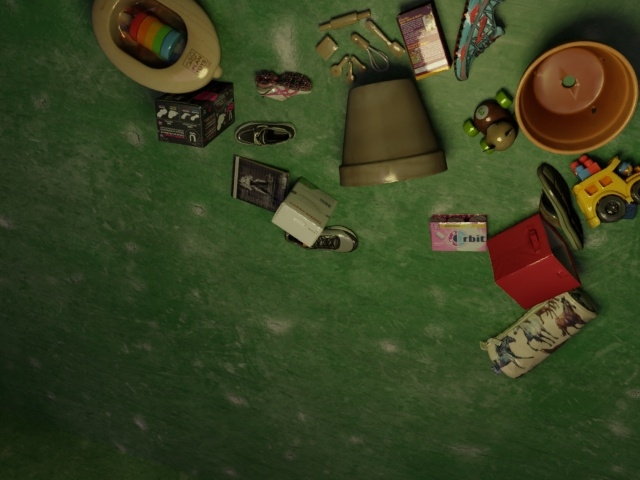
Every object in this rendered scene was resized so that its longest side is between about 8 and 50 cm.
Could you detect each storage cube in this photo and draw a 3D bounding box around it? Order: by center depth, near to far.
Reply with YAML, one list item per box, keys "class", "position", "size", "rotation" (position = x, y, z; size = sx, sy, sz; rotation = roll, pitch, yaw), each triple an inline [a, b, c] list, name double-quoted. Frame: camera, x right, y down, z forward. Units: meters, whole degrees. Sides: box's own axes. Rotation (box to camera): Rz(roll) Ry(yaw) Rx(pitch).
- class: "storage cube"
  position: [0.660, 0.070, 1.823]
  size: [0.193, 0.184, 0.215]
  rotation: [-32, 127, 30]

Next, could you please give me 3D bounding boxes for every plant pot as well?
- class: "plant pot"
  position: [0.670, -0.401, 1.565]
  size: [0.290, 0.203, 0.291]
  rotation: [8, 120, 13]
- class: "plant pot"
  position: [0.199, -0.322, 1.731]
  size: [0.322, 0.323, 0.281]
  rotation: [-5, 101, 20]

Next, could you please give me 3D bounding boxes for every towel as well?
- class: "towel"
  position: [0.893, -0.095, 1.774]
  size: [0.119, 0.029, 0.067]
  rotation: [3, 121, 16]

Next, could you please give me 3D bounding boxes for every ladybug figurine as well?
- class: "ladybug figurine"
  position: [-0.488, -0.622, 1.808]
  size: [0.449, 0.162, 0.305]
  rotation: [36, 100, 4]

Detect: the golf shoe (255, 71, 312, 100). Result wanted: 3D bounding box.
- class: "golf shoe"
  position: [-0.112, -0.485, 1.861]
  size: [0.186, 0.068, 0.086]
  rotation: [9, 148, 13]

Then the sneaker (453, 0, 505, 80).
- class: "sneaker"
  position: [0.441, -0.561, 1.607]
  size: [0.125, 0.104, 0.262]
  rotation: [13, 122, 8]

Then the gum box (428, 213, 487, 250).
- class: "gum box"
  position: [0.454, -0.026, 1.935]
  size: [0.188, 0.062, 0.107]
  rotation: [0, 119, 18]

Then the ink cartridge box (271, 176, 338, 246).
- class: "ink cartridge box"
  position: [-0.050, -0.099, 1.962]
  size: [0.160, 0.219, 0.093]
  rotation: [34, 123, -3]

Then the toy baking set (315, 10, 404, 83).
- class: "toy baking set"
  position: [0.114, -0.581, 1.748]
  size: [0.256, 0.030, 0.197]
  rotation: [-13, 117, 24]

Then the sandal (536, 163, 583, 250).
- class: "sandal"
  position: [0.720, -0.089, 1.787]
  size: [0.086, 0.120, 0.303]
  rotation: [-14, 115, 39]

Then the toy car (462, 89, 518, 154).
- class: "toy car"
  position: [0.503, -0.315, 1.677]
  size: [0.149, 0.188, 0.155]
  rotation: [42, 122, -9]

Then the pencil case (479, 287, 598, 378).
- class: "pencil case"
  position: [0.736, 0.298, 1.974]
  size: [0.183, 0.160, 0.410]
  rotation: [26, 125, -15]

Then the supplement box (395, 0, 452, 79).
- class: "supplement box"
  position: [0.297, -0.568, 1.662]
  size: [0.104, 0.081, 0.188]
  rotation: [-13, 114, 24]

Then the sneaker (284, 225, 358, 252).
- class: "sneaker"
  position: [0.000, 0.000, 2.072]
  size: [0.271, 0.108, 0.100]
  rotation: [10, 120, 11]

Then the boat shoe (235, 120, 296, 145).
- class: "boat shoe"
  position: [-0.192, -0.354, 1.950]
  size: [0.219, 0.070, 0.078]
  rotation: [-2, 118, 19]

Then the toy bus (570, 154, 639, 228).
- class: "toy bus"
  position: [0.835, -0.169, 1.690]
  size: [0.220, 0.149, 0.212]
  rotation: [-33, 79, 16]

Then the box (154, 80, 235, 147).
- class: "box"
  position: [-0.398, -0.412, 1.877]
  size: [0.163, 0.247, 0.142]
  rotation: [11, 122, 13]

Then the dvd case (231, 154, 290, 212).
- class: "dvd case"
  position: [-0.214, -0.194, 2.062]
  size: [0.221, 0.018, 0.165]
  rotation: [20, 124, 17]
